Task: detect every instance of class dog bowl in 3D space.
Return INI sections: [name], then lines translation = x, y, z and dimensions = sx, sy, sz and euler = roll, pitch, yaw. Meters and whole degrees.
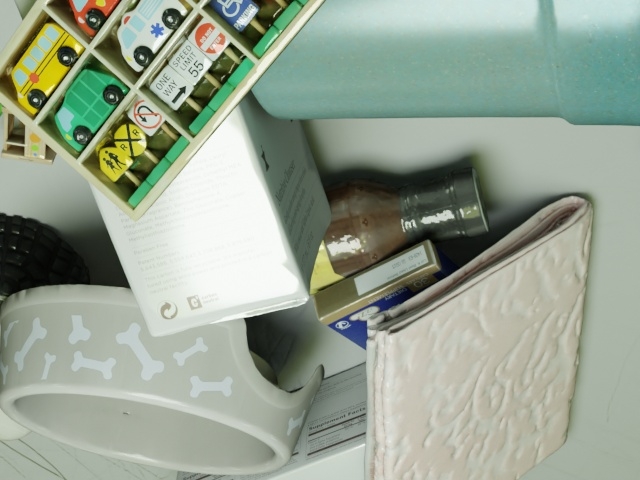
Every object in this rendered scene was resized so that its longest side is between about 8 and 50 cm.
[dog bowl]
translation = -0.173, 0.157, 1.336
dimensions = 0.348, 0.102, 0.349
euler = 9, 158, 4

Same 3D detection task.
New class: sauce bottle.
[sauce bottle]
translation = 0.000, 0.000, 1.322
dimensions = 0.344, 0.111, 0.111
euler = -13, 122, 13

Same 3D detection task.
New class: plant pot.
[plant pot]
translation = 0.109, -0.238, 1.046
dimensions = 0.334, 0.341, 0.341
euler = -4, 124, 14

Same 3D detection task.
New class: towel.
[towel]
translation = 0.165, 0.150, 1.344
dimensions = 0.317, 0.053, 0.332
euler = -27, 133, -33

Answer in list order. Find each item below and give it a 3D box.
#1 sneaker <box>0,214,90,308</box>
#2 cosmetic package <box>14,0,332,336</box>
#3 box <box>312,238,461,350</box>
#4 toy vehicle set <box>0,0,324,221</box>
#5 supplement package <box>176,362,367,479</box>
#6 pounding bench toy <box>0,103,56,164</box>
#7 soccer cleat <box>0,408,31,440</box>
[sneaker]
translation = -0.389, 0.040, 1.389
dimensions = 0.283, 0.107, 0.124
euler = 13, 138, -2
[cosmetic package]
translation = -0.127, -0.139, 1.129
dimensions = 0.156, 0.217, 0.385
euler = -14, 110, 12
[box]
translation = 0.105, 0.079, 1.355
dimensions = 0.136, 0.037, 0.225
euler = -27, 149, 18
[toy vehicle set]
translation = -0.123, -0.160, 0.968
dimensions = 0.166, 0.035, 0.267
euler = 41, 117, -4
[supplement package]
translation = -0.007, 0.296, 1.500
dimensions = 0.261, 0.145, 0.204
euler = -23, 120, 17
[pounding bench toy]
translation = -0.304, -0.122, 1.288
dimensions = 0.083, 0.052, 0.065
euler = 8, 124, -3
[soccer cleat]
translation = -0.388, 0.156, 1.474
dimensions = 0.076, 0.068, 0.196
euler = -22, 127, 11
